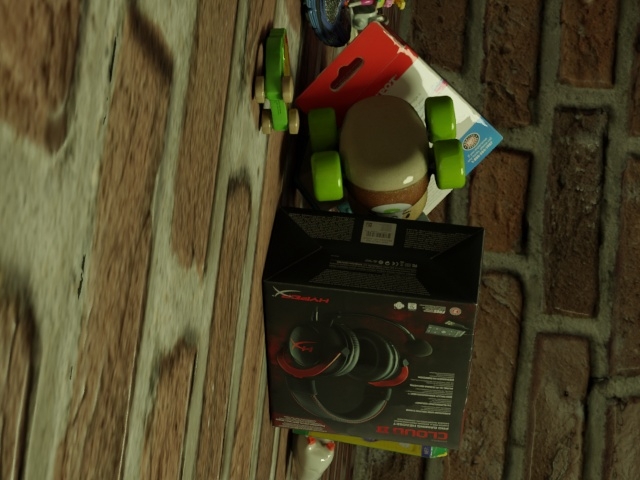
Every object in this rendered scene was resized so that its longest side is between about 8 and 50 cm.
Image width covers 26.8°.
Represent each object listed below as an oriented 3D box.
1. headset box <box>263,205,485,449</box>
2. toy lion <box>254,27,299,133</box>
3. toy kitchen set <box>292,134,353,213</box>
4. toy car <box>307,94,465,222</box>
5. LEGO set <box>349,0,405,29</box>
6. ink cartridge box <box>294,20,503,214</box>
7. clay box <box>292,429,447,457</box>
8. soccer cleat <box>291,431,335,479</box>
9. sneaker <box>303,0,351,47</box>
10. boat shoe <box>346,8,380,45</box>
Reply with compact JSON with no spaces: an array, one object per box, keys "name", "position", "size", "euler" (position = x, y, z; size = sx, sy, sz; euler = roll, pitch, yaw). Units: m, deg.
[{"name":"headset box","position":[0.057,0.109,1.447],"size":[0.293,0.218,0.110],"euler":[90,9,-49]},{"name":"toy lion","position":[-0.038,-0.150,1.196],"size":[0.100,0.034,0.096],"euler":[81,9,-69]},{"name":"toy kitchen set","position":[0.000,0.000,1.590],"size":[0.207,0.166,0.122],"euler":[53,22,-20]},{"name":"toy car","position":[0.073,-0.047,1.445],"size":[0.149,0.155,0.188],"euler":[-94,178,-48]},{"name":"LEGO set","position":[0.035,-0.368,1.573],"size":[0.132,0.107,0.287],"euler":[47,-31,47]},{"name":"ink cartridge box","position":[0.079,-0.148,1.514],"size":[0.134,0.231,0.078],"euler":[-45,-146,10]},{"name":"clay box","position":[0.051,0.184,1.634],"size":[0.053,0.222,0.127],"euler":[6,89,-61]},{"name":"soccer cleat","position":[-0.008,0.241,1.781],"size":[0.196,0.068,0.076],"euler":[-80,-167,-57]},{"name":"sneaker","position":[0.028,-0.302,1.414],"size":[0.083,0.087,0.221],"euler":[-77,171,-52]},{"name":"boat shoe","position":[0.083,-0.398,1.883],"size":[0.103,0.092,0.285],"euler":[73,22,-72]}]
